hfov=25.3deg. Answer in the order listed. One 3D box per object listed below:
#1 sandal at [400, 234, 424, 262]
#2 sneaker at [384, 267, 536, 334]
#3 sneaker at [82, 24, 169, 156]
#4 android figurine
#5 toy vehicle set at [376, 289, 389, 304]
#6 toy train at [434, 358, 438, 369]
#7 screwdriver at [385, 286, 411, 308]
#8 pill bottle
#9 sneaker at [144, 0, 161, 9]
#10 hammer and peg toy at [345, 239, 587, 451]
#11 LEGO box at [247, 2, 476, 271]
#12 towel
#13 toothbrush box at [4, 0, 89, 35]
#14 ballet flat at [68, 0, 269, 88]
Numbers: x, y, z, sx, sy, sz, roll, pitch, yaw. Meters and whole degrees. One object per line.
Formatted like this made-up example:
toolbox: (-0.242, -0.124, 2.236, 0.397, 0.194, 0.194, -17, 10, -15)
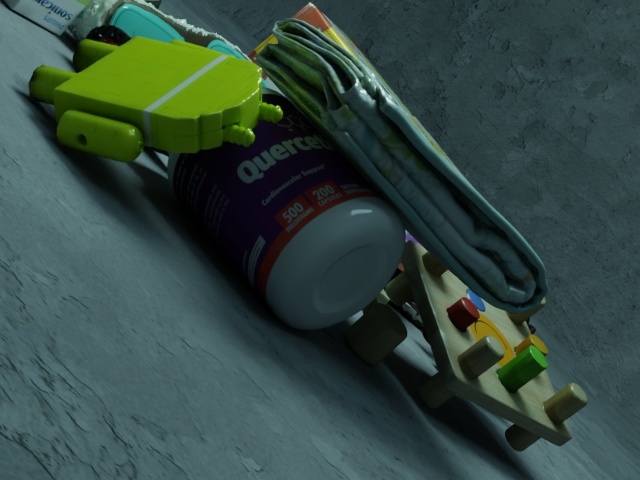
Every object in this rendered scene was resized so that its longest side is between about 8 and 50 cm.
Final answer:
sandal: (0.070, -0.049, 2.114, 0.169, 0.102, 0.416, 31, 2, 36)
sneaker: (0.233, 0.090, 2.301, 0.281, 0.162, 0.106, 40, 9, -18)
sneaker: (-0.215, -0.192, 1.901, 0.262, 0.104, 0.125, 48, 9, 34)
android figurine: (-0.177, -0.160, 1.577, 0.273, 0.056, 0.248, 16, 35, 21)
toy vehicle set: (0.000, 0.000, 2.131, 0.166, 0.035, 0.267, 38, 10, -25)
toy train: (0.214, 0.109, 2.163, 0.143, 0.105, 0.248, 16, 47, -42)
screwdriver: (0.066, 0.039, 2.019, 0.170, 0.024, 0.025, 40, -20, 1)
pill bottle: (-0.058, -0.057, 1.670, 0.323, 0.181, 0.181, 47, 10, 32)
sneaker: (-0.347, -0.340, 2.162, 0.222, 0.118, 0.083, -2, 37, -34)
hammer and peg toy: (0.185, 0.111, 1.893, 0.361, 0.127, 0.266, 30, 30, -36)
LEGO box: (0.103, -0.147, 2.556, 0.500, 0.193, 0.372, 52, 8, 10)
towel: (0.094, -0.092, 1.714, 0.374, 0.090, 0.320, 47, 2, -30)
toothbrush box: (-0.361, -0.466, 1.987, 0.206, 0.283, 0.122, 46, 8, 26)
ballet flat: (-0.229, -0.273, 2.176, 0.409, 0.147, 0.147, 32, 13, -49)
